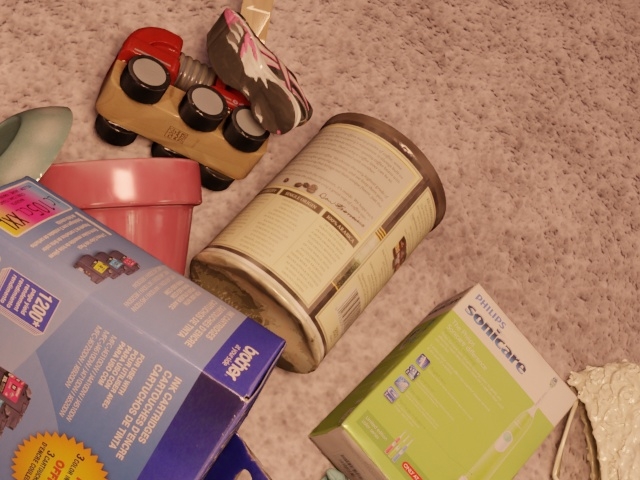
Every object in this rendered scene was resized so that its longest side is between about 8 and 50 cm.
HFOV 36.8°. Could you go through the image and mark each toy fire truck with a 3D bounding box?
[{"bbox_3d":[-0.157,-0.227,1.272,0.217,0.158,0.246,24,46,-19],"label":"toy fire truck"}]

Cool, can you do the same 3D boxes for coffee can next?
[{"bbox_3d":[0.000,0.000,1.212,0.201,0.201,0.275,44,63,-3],"label":"coffee can"}]

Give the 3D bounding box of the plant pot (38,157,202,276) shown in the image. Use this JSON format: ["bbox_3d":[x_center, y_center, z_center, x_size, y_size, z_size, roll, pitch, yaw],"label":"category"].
[{"bbox_3d":[-0.236,0.001,1.133,0.201,0.201,0.180,-3,91,-23],"label":"plant pot"}]

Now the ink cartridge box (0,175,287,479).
[{"bbox_3d":[-0.221,0.154,0.984,0.395,0.270,0.151,32,22,2],"label":"ink cartridge box"}]

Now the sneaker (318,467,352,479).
[{"bbox_3d":[-0.033,0.358,1.112,0.122,0.110,0.283,51,31,12],"label":"sneaker"}]

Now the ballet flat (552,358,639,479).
[{"bbox_3d":[0.381,0.361,1.309,0.147,0.147,0.409,16,65,-17],"label":"ballet flat"}]

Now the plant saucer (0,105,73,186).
[{"bbox_3d":[-0.365,-0.092,1.099,0.037,0.195,0.195,46,59,-33],"label":"plant saucer"}]

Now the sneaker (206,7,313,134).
[{"bbox_3d":[-0.074,-0.208,1.207,0.178,0.072,0.077,60,30,8],"label":"sneaker"}]

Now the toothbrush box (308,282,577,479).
[{"bbox_3d":[0.162,0.229,1.248,0.206,0.122,0.283,48,63,-1],"label":"toothbrush box"}]
